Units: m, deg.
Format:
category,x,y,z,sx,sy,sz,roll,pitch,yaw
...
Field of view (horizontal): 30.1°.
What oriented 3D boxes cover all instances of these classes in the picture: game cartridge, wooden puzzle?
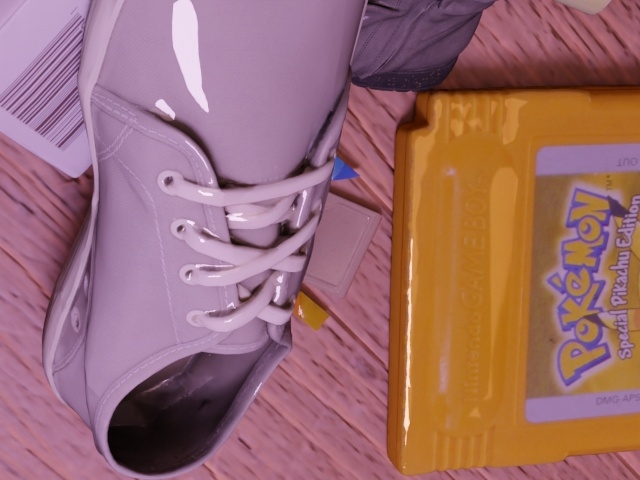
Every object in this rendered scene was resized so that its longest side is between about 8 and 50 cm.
category,x,y,z,sx,sy,sz,roll,pitch,yaw
game cartridge,0.210,0.027,0.892,0.323,0.052,0.285,-4,103,-16
wooden puzzle,0.000,0.000,0.846,0.078,0.014,0.116,30,93,-24

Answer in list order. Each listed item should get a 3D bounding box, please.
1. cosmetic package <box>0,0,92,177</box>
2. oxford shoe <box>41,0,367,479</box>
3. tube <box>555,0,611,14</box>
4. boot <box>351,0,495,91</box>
category,x,y,z,sx,sy,sz,roll,pitch,yaw
cosmetic package,-0.171,-0.162,0.644,0.183,0.151,0.151,42,89,18
oxford shoe,-0.053,-0.024,0.655,0.169,0.130,0.449,-10,140,-34
tube,0.094,-0.226,0.802,0.240,0.062,0.070,19,53,-14
boot,0.002,-0.149,0.726,0.246,0.161,0.083,-9,75,-18
